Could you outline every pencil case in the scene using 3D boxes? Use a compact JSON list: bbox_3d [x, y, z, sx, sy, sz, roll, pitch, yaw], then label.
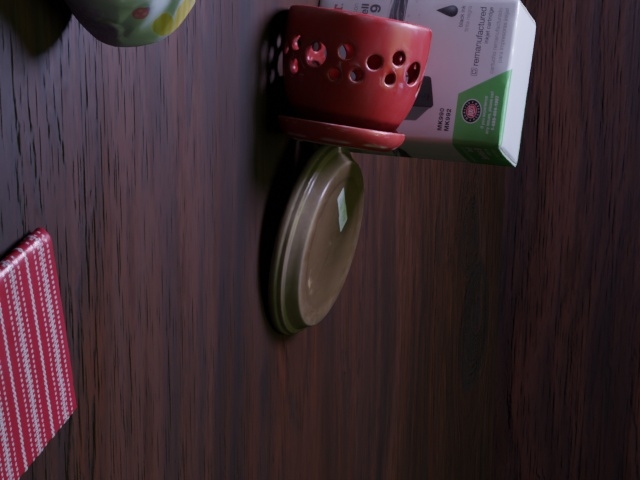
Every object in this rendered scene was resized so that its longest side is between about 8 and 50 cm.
[{"bbox_3d":[-0.199,-0.274,1.428,0.273,0.124,0.113,55,44,-64],"label":"pencil case"}]

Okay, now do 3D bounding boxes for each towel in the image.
[{"bbox_3d":[-0.291,0.129,1.426,0.275,0.031,0.199,-56,145,-61],"label":"towel"}]

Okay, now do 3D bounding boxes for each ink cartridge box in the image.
[{"bbox_3d":[0.135,-0.225,2.260,0.121,0.289,0.211,26,70,-69],"label":"ink cartridge box"}]

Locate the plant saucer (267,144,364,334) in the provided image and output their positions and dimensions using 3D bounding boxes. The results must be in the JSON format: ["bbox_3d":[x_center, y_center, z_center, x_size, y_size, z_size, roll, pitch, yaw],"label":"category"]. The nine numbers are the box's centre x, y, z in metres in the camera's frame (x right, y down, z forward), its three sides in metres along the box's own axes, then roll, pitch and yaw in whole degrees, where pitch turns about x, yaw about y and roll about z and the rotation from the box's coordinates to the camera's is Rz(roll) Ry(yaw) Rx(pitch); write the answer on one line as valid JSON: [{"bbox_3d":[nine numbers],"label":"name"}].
[{"bbox_3d":[0.000,0.000,2.246,0.278,0.041,0.278,15,90,-72],"label":"plant saucer"}]

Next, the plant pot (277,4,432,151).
[{"bbox_3d":[0.041,-0.208,2.126,0.191,0.191,0.174,-9,107,-73],"label":"plant pot"}]
